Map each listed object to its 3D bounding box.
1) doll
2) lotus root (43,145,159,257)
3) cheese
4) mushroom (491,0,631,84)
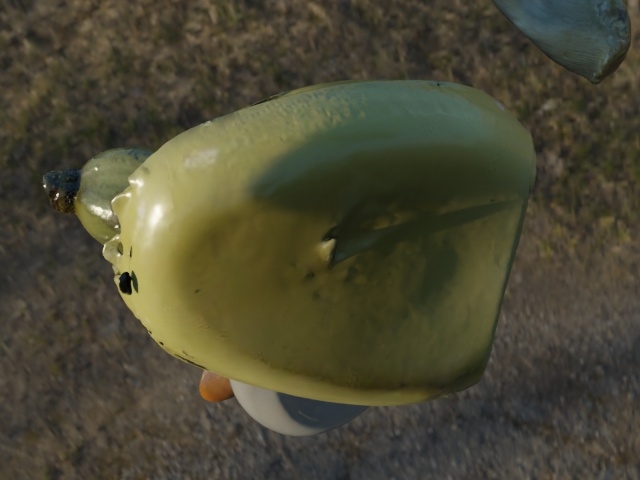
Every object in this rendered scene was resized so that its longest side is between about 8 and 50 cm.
[{"bbox_3d":[-0.030,0.099,1.531,0.251,0.221,0.221,-44,52,-5],"label":"doll"},{"bbox_3d":[-0.128,-0.025,1.084,0.183,0.077,0.090,12,68,7],"label":"lotus root"},{"bbox_3d":[0.000,0.000,0.999,0.316,0.259,0.128,6,14,-21],"label":"cheese"},{"bbox_3d":[0.103,-0.163,0.786,0.054,0.202,0.059,-50,21,14],"label":"mushroom"}]
